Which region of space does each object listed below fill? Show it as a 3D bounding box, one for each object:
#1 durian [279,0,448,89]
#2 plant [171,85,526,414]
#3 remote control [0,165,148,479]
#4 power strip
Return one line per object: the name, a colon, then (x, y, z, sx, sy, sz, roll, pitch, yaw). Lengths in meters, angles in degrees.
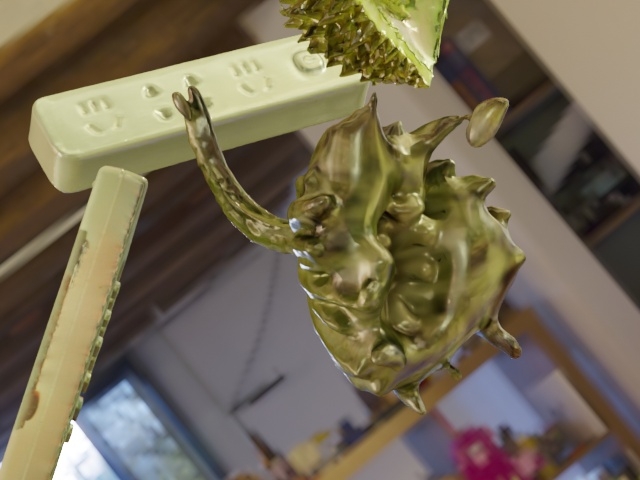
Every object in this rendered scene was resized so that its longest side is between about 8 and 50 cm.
durian: (0.042, -0.304, 1.543, 0.158, 0.169, 0.352, 164, 116, -71)
plant: (0.028, -0.009, 1.416, 0.180, 0.251, 0.333, -13, 14, -20)
remote control: (-0.215, 0.107, 1.489, 0.145, 0.050, 0.344, 121, 166, -64)
power strip: (-0.109, -0.142, 1.845, 0.385, 0.091, 0.062, -17, -33, -25)
